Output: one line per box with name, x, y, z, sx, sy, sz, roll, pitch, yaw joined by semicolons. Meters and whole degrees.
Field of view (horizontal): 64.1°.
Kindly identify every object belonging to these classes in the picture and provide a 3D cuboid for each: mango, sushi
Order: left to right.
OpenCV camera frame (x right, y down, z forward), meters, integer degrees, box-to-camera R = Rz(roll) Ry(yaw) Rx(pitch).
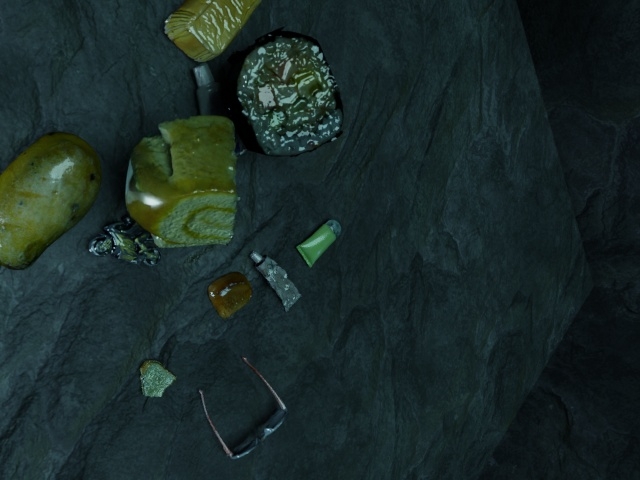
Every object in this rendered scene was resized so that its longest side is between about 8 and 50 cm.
mango;-0.632;-0.094;1.153;0.176;0.175;0.329;43;88;-1
sushi;-0.134;-0.404;1.445;0.329;0.285;0.327;-36;121;-15

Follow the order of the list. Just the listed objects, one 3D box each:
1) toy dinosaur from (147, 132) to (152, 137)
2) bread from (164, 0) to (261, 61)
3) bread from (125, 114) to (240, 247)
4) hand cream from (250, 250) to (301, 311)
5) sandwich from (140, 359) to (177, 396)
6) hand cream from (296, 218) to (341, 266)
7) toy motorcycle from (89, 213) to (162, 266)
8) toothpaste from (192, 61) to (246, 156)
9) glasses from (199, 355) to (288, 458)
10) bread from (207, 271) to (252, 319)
toy dinosaur;-0.408;-0.250;1.379;0.132;0.059;0.096;20;74;-47
bread;-0.281;-0.625;1.388;0.152;0.119;0.288;44;70;-37
bread;-0.348;-0.116;1.293;0.264;0.395;0.239;-5;68;-18
hand cream;-0.142;0.126;1.645;0.084;0.050;0.256;-51;126;-26
sandwich;-0.464;0.384;1.419;0.093;0.036;0.104;-48;121;-23
hand cream;0.000;0.000;1.746;0.175;0.046;0.095;-43;121;-19
toy motorcycle;-0.495;-0.004;1.331;0.194;0.061;0.124;16;79;-40
toothpaste;-0.293;-0.361;1.456;0.099;0.068;0.282;-18;120;-5
glasses;-0.248;0.521;1.615;0.234;0.118;0.268;-34;95;-30
bread;-0.266;0.164;1.549;0.129;0.044;0.126;-35;117;-34
